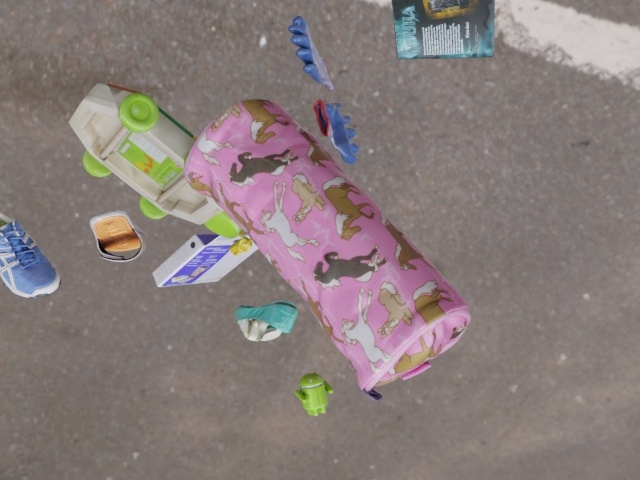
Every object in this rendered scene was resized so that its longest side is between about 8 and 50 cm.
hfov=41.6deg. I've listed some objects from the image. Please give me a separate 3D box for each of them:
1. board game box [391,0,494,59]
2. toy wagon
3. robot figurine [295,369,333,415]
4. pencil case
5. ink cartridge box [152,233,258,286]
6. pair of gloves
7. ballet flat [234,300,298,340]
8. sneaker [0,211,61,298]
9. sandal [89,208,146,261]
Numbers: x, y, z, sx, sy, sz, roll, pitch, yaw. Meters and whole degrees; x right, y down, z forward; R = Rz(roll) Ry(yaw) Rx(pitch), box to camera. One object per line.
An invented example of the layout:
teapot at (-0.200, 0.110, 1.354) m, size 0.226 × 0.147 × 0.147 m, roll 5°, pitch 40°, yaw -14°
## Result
board game box at (0.147, -0.300, 1.014) m, size 0.126 × 0.026 × 0.186 m, roll 1°, pitch 140°, yaw 11°
toy wagon at (-0.239, -0.104, 1.339) m, size 0.344 × 0.068 × 0.267 m, roll 39°, pitch 155°, yaw -15°
robot figurine at (-0.019, 0.398, 2.202) m, size 0.101 × 0.115 × 0.067 m, roll -12°, pitch -176°, yaw -33°
pencil case at (0.000, 0.000, 1.001) m, size 0.167 × 0.386 × 0.160 m, roll -48°, pitch 160°, yaw 21°
ink cartridge box at (-0.227, 0.027, 1.829) m, size 0.208 × 0.045 × 0.206 m, roll -36°, pitch 162°, yaw 27°
pair of gloves at (0.007, -0.200, 1.119) m, size 0.023 × 0.198 × 0.159 m, roll -19°, pitch 170°, yaw 13°
ballet flat at (-0.143, 0.194, 1.990) m, size 0.083 × 0.087 × 0.247 m, roll 28°, pitch 158°, yaw -28°
sneaker at (-0.518, 0.019, 1.414) m, size 0.080 × 0.211 × 0.081 m, roll -40°, pitch 155°, yaw -31°
sandal at (-0.426, 0.007, 1.770) m, size 0.102 × 0.076 × 0.265 m, roll -17°, pitch 168°, yaw -5°
